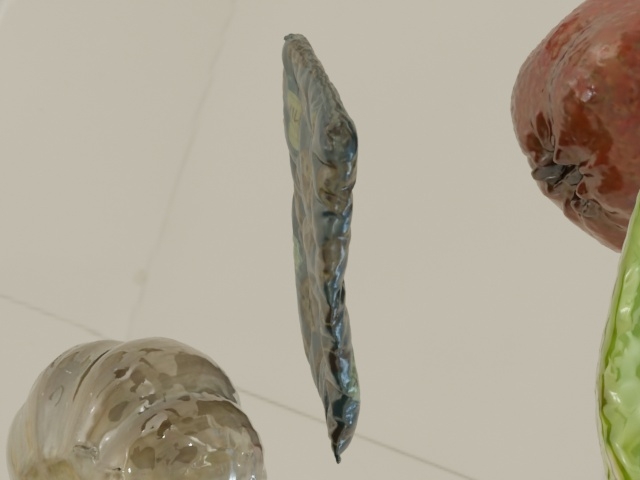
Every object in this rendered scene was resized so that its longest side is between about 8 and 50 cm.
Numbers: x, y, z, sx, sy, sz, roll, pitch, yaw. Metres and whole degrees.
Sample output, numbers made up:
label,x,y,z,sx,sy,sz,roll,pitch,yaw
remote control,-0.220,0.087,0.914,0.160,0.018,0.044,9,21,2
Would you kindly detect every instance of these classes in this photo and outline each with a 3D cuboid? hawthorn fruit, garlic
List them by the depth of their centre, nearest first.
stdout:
label,x,y,z,sx,sy,sz,roll,pitch,yaw
garlic,-0.115,0.168,1.044,0.227,0.152,0.228,-1,89,49
hawthorn fruit,0.269,-0.112,1.181,0.253,0.205,0.205,-39,62,-17

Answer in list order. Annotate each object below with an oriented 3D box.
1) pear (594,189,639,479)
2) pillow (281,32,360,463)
label,x,y,z,sx,sy,sz,roll,pitch,yaw
pear,0.179,0.002,0.448,0.176,0.282,0.287,17,68,-9
pillow,0.000,-0.001,1.079,0.034,0.189,0.256,-4,118,-5
